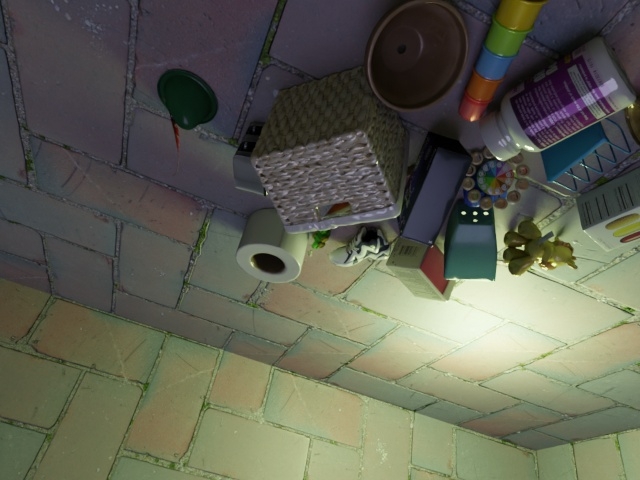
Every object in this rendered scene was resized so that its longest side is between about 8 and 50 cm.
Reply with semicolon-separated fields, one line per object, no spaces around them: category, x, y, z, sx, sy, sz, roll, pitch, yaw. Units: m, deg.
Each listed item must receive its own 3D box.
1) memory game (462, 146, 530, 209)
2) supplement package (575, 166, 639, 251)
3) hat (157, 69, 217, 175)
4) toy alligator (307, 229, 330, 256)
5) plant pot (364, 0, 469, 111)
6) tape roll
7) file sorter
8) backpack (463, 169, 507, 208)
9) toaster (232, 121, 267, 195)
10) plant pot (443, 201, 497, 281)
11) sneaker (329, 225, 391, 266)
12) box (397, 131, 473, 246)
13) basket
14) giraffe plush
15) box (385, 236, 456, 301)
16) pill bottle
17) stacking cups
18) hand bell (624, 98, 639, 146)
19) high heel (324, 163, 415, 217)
memory game;0.491;-0.175;1.289;0.186;0.186;0.012;1;-173;13
supplement package;0.876;-0.095;1.282;0.139;0.134;0.244;31;139;-23
hat;-0.393;-0.337;1.287;0.173;0.183;0.208;-13;136;29
toy alligator;0.000;0.000;1.727;0.051;0.056;0.189;-18;155;-30
plant pot;0.203;-0.422;1.037;0.237;0.109;0.237;-8;125;-11
tape roll;-0.176;0.022;1.704;0.246;0.169;0.246;8;142;6
file sorter;0.681;-0.227;1.184;0.104;0.118;0.170;19;143;-16
backpack;0.489;-0.148;1.355;0.120;0.101;0.098;0;148;10
toaster;-0.182;-0.240;1.372;0.110;0.168;0.185;13;142;4
plant pot;0.490;-0.005;1.491;0.165;0.165;0.234;2;138;14
sneaker;0.129;0.011;1.667;0.235;0.094;0.153;-5;138;21
box;0.303;-0.144;1.263;0.103;0.184;0.261;16;116;-6
basket;0.033;-0.231;1.188;0.328;0.331;0.266;-8;136;25
giraffe plush;0.722;0.035;1.478;0.170;0.181;0.210;14;162;-21
box;0.371;0.105;1.660;0.149;0.127;0.232;5;149;47
pill bottle;0.535;-0.312;1.070;0.169;0.169;0.301;35;137;-27
stacking cups;0.403;-0.409;1.045;0.096;0.096;0.316;10;144;3
hand bell;0.857;-0.316;1.053;0.242;0.126;0.126;-20;134;18
high heel;0.198;-0.092;1.476;0.377;0.127;0.181;-21;121;32
